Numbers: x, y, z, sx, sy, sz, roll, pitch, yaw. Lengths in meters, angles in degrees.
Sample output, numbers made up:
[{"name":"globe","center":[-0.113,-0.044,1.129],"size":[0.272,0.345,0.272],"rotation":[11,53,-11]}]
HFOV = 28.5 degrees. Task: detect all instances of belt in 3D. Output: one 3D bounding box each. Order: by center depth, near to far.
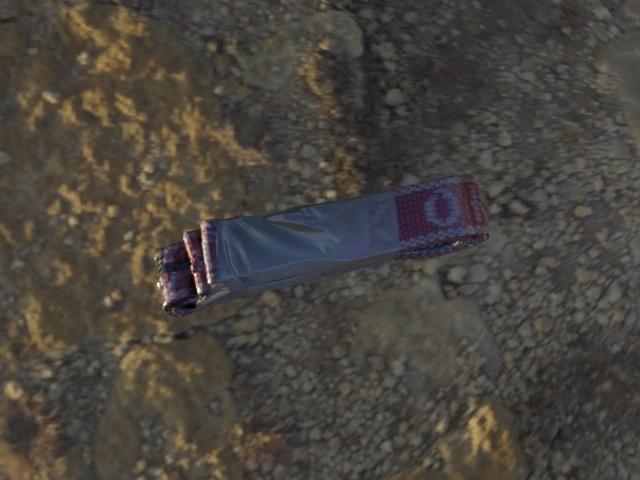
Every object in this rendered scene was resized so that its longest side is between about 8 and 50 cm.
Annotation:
[{"name":"belt","center":[0.000,0.000,0.863],"size":[0.232,0.071,0.053],"rotation":[-13,77,-1]}]
